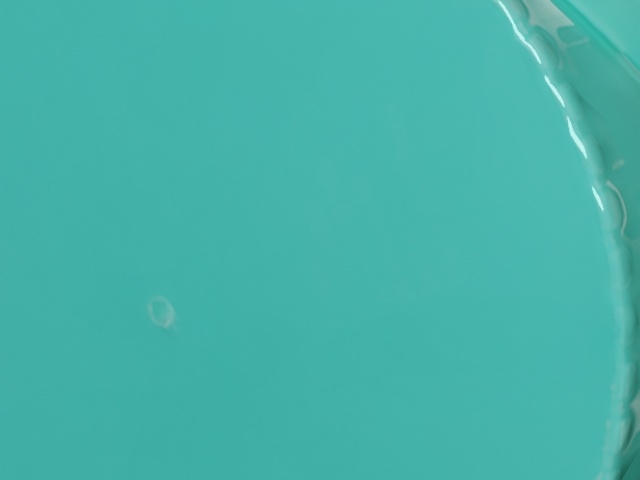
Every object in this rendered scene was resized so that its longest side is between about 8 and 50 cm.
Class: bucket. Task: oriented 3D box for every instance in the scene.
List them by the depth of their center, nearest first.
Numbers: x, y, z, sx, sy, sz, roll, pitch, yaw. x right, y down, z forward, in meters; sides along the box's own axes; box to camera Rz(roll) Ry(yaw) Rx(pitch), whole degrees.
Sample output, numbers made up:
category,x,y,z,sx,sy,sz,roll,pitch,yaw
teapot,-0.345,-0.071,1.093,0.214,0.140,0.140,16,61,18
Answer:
category,x,y,z,sx,sy,sz,roll,pitch,yaw
bucket,0.000,0.000,0.546,0.281,0.183,0.281,5,103,25
